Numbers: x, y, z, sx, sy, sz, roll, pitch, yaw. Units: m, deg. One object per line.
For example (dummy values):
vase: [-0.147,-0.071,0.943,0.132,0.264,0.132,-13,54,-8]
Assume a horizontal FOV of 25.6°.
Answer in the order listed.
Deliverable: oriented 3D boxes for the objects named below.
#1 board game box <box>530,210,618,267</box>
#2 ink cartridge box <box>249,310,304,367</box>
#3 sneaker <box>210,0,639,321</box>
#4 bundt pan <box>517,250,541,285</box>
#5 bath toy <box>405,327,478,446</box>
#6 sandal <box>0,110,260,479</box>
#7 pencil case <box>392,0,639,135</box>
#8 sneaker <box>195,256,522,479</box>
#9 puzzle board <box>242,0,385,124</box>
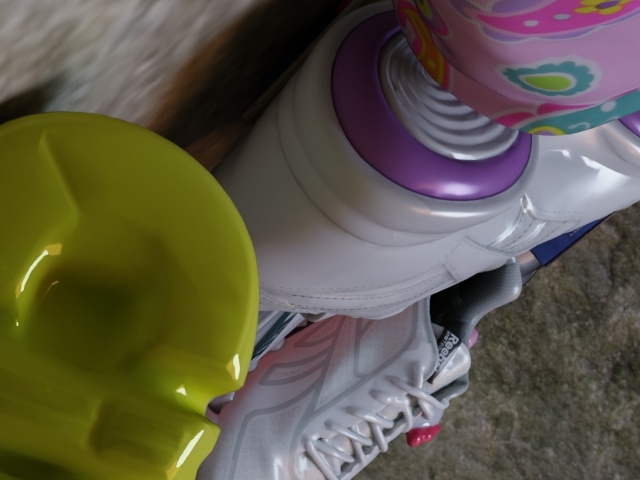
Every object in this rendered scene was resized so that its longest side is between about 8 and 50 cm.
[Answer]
board game box: [0.188,-0.060,0.905,0.165,0.042,0.243,-40,180,8]
ink cartridge box: [0.000,0.000,0.805,0.275,0.060,0.239,-42,171,-5]
sneaker: [0.054,-0.040,0.611,0.152,0.114,0.305,-39,164,36]
bundt pan: [0.227,-0.061,1.400,0.331,0.124,0.331,-42,174,-6]
bath toy: [0.084,0.087,1.291,0.151,0.129,0.348,-1,153,-1]
sandal: [-0.115,0.123,0.407,0.317,0.126,0.138,-65,-168,-15]
pencil case: [0.084,-0.115,0.354,0.124,0.124,0.284,-41,173,-10]
sneaker: [0.018,0.090,0.872,0.292,0.118,0.110,-54,141,-23]
puzzle board: [0.026,-0.096,0.575,0.128,0.011,0.096,-44,174,16]
